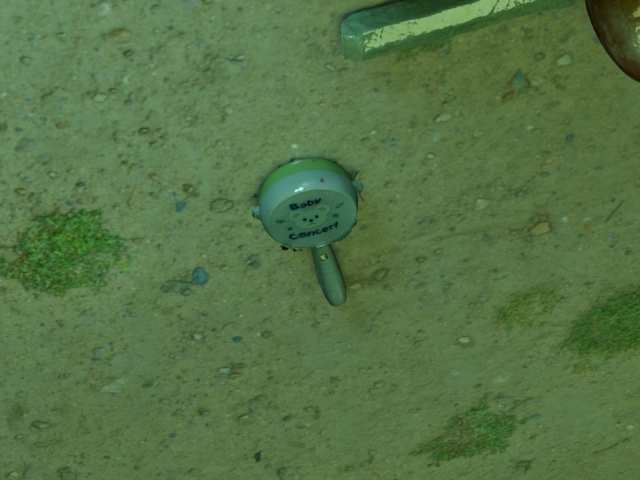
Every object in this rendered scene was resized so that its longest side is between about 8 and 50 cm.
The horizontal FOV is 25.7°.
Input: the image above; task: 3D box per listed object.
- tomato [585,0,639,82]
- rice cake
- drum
[{"bbox_3d":[0.344,-0.266,1.350,0.214,0.181,0.155,-38,129,23],"label":"tomato"},{"bbox_3d":[0.138,-0.233,1.433,0.245,0.042,0.045,-15,139,3],"label":"rice cake"},{"bbox_3d":[-0.021,0.002,1.672,0.130,0.049,0.253,-5,141,-10],"label":"drum"}]
